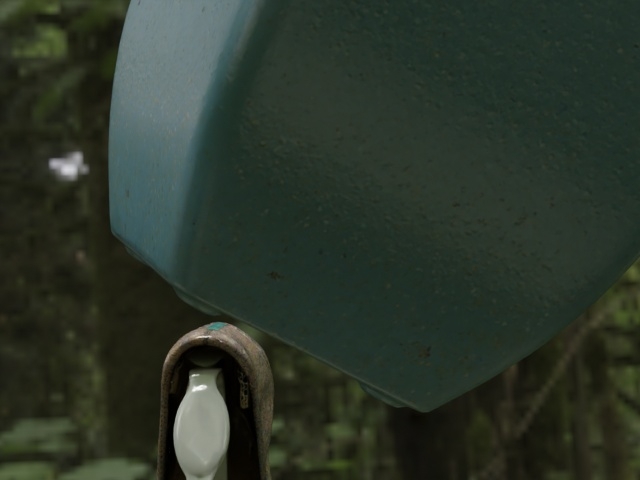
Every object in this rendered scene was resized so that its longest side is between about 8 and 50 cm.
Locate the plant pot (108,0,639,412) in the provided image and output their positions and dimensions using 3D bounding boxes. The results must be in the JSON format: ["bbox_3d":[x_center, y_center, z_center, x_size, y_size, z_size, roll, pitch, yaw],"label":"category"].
[{"bbox_3d":[0.030,-0.066,0.961,0.247,0.252,0.248,27,2,-21],"label":"plant pot"}]

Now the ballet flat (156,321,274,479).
[{"bbox_3d":[-0.081,0.211,1.409,0.108,0.316,0.106,-5,-12,2],"label":"ballet flat"}]
